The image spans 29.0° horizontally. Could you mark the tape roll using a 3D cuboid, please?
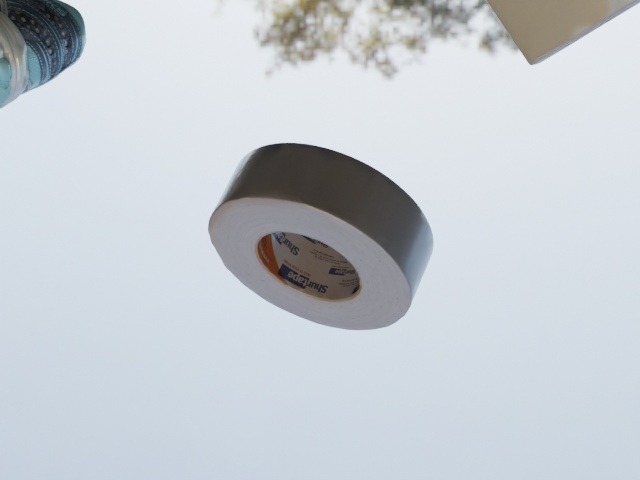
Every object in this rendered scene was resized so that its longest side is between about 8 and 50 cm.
[{"bbox_3d":[0.000,0.000,1.248,0.219,0.219,0.072,13,-123,18],"label":"tape roll"}]

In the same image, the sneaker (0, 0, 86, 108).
[{"bbox_3d":[-0.284,-0.166,0.902,0.283,0.110,0.122,29,-143,32],"label":"sneaker"}]

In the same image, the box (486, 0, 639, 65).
[{"bbox_3d":[0.133,-0.276,0.895,0.113,0.275,0.094,-28,-171,42],"label":"box"}]
